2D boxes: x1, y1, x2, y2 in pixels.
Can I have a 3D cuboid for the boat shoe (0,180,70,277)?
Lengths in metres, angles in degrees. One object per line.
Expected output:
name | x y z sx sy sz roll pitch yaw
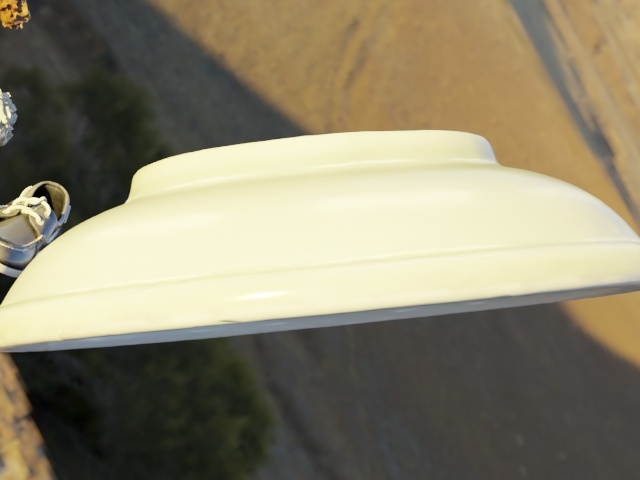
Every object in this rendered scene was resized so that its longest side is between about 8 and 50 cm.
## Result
boat shoe | -0.261 -0.017 1.425 0.075 0.065 0.206 30 8 1

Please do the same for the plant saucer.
plant saucer | 0.000 0.000 0.975 0.400 0.400 0.100 4 80 -71

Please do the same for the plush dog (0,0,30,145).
plush dog | -0.407 -0.205 1.583 0.225 0.262 0.210 -70 154 -49
